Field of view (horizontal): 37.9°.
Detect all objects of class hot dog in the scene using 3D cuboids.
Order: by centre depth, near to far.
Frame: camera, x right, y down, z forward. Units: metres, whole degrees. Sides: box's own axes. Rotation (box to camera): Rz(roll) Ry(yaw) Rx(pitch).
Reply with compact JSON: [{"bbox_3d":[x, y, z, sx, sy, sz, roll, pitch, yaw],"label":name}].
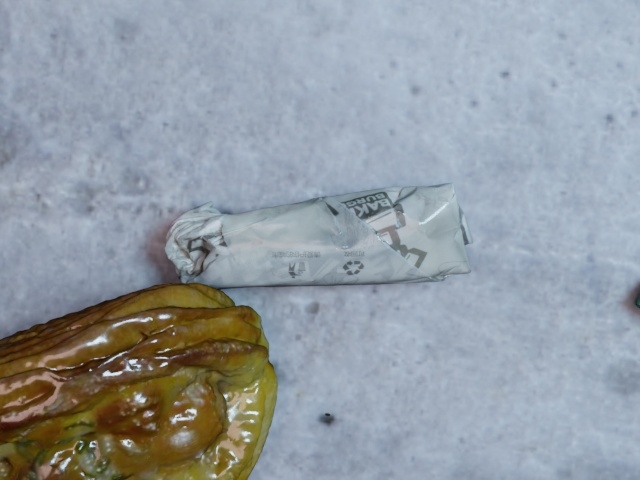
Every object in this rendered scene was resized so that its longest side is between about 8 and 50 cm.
[{"bbox_3d":[-0.156,0.126,0.583,0.272,0.122,0.196,-18,127,4],"label":"hot dog"}]

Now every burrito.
[{"bbox_3d":[0.000,-0.001,0.609,0.203,0.064,0.064,-4,93,2],"label":"burrito"}]

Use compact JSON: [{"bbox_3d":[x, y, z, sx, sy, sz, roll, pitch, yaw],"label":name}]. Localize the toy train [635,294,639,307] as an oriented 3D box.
[{"bbox_3d":[0.248,0.018,0.614,0.045,0.029,0.092,30,91,16],"label":"toy train"}]
